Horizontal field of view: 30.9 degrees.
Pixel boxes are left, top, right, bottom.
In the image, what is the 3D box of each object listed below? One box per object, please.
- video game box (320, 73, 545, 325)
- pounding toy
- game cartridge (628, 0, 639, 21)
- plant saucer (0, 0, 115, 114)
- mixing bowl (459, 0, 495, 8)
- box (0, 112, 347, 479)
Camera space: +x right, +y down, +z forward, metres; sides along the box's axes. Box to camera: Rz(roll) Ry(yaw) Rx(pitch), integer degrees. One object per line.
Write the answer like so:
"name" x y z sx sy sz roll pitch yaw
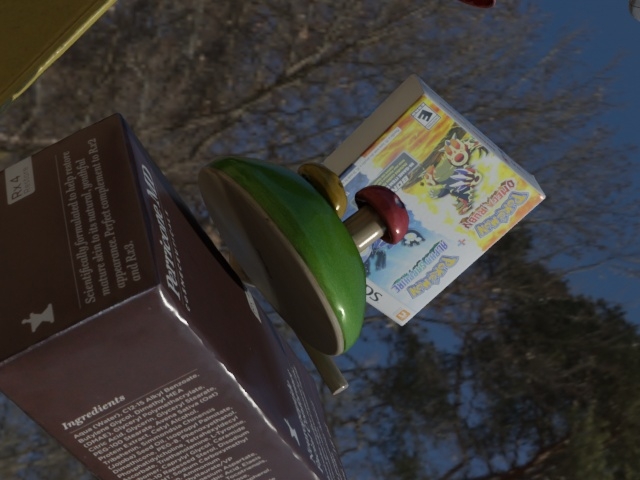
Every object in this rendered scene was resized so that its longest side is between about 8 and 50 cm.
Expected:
"video game box" 0.085 -0.032 1.135 0.205 0.187 0.048 -44 -145 18
"pounding toy" 0.000 0.000 0.947 0.183 0.110 0.237 48 -15 20
"game cartridge" 0.431 -0.246 1.018 0.297 0.198 0.062 14 -35 8
"plant saucer" -0.339 -0.260 1.084 0.332 0.081 0.333 38 -104 15
"mixing bowl" 0.113 -0.307 1.064 0.181 0.181 0.098 37 -88 34
"box" -0.109 0.106 0.911 0.143 0.381 0.191 -27 -134 6
